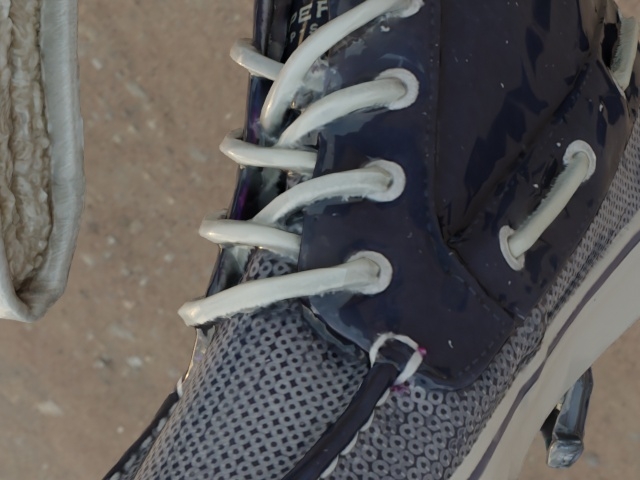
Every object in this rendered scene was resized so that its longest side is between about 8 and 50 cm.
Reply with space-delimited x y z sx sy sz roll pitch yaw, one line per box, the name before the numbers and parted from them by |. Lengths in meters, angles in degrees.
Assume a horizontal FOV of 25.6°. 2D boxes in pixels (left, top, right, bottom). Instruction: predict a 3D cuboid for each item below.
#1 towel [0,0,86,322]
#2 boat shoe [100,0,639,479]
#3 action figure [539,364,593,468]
towel | -0.152 -0.126 0.400 0.187 0.049 0.282 12 111 30
boat shoe | 0.000 0.000 0.414 0.127 0.340 0.158 -10 111 39
action figure | 0.105 -0.004 1.067 0.179 0.341 0.330 -3 122 3
